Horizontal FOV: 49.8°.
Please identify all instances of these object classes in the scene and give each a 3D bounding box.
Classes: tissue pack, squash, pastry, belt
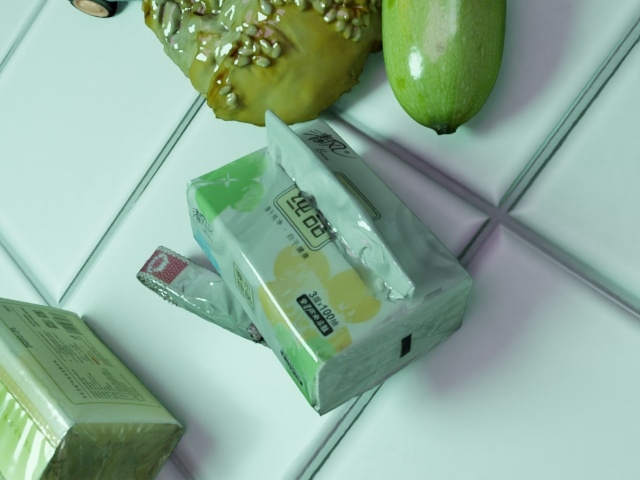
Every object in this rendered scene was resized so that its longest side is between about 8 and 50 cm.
[{"bbox_3d":[0.000,0.000,0.600,0.159,0.145,0.229,-28,56,-18],"label":"tissue pack"},{"bbox_3d":[-0.286,0.169,0.731,0.234,0.159,0.125,34,94,32],"label":"tissue pack"},{"bbox_3d":[0.112,-0.190,0.640,0.123,0.123,0.186,1,82,30],"label":"squash"},{"bbox_3d":[-0.069,-0.273,0.739,0.255,0.162,0.311,-43,61,10],"label":"pastry"},{"bbox_3d":[-0.099,0.063,0.708,0.232,0.071,0.053,20,69,30],"label":"belt"}]

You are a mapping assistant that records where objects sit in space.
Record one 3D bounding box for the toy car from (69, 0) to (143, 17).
[{"bbox_3d":[-0.282,-0.417,0.868,0.271,0.212,0.180,6,79,31],"label":"toy car"}]
